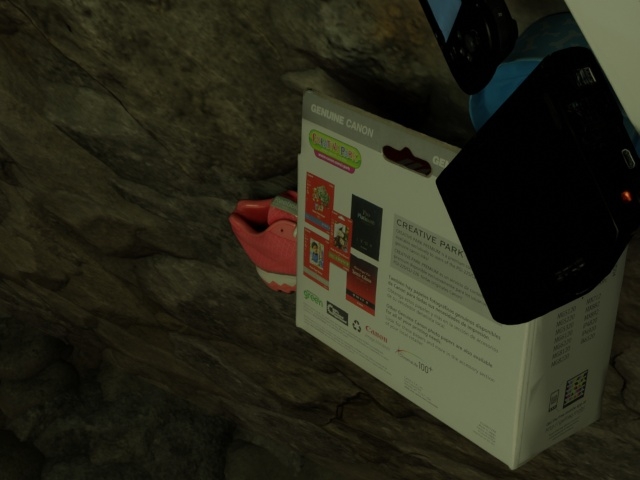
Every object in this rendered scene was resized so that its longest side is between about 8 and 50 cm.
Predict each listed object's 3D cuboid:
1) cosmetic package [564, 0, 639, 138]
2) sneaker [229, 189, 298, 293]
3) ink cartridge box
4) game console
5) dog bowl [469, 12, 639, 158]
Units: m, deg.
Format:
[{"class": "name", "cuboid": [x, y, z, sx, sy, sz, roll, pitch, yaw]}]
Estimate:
[{"class": "cosmetic package", "cuboid": [0.346, -0.095, 0.595, 0.284, 0.097, 0.377, -16, 132, 32]}, {"class": "sneaker", "cuboid": [-0.001, 0.000, 1.224, 0.314, 0.116, 0.136, -1, 141, 47]}, {"class": "ink cartridge box", "cuboid": [0.119, 0.009, 0.947, 0.309, 0.130, 0.271, 30, 129, 43]}, {"class": "game console", "cuboid": [0.106, -0.126, 0.710, 0.213, 0.044, 0.361, 124, 127, -69]}, {"class": "dog bowl", "cuboid": [0.272, -0.090, 0.817, 0.297, 0.074, 0.166, 21, 154, 14]}]
